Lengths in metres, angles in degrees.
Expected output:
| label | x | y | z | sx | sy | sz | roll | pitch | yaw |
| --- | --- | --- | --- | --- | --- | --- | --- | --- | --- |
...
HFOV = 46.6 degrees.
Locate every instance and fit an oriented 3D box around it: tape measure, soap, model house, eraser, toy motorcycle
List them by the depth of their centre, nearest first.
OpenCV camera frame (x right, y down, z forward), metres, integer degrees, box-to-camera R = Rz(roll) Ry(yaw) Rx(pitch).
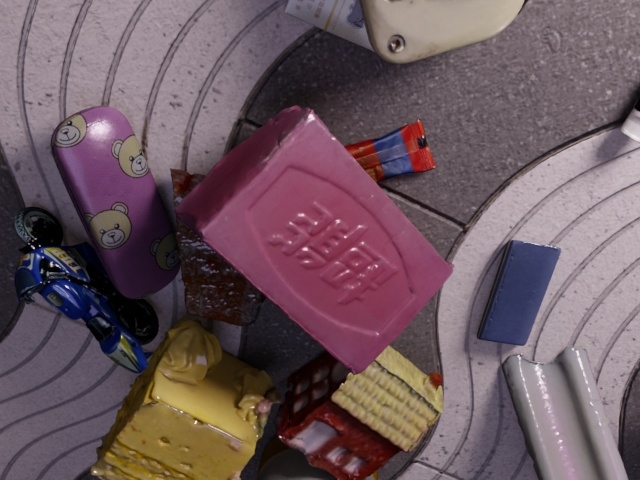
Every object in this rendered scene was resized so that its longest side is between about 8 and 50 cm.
| label | x | y | z | sx | sy | sz | roll | pitch | yaw |
| --- | --- | --- | --- | --- | --- | --- | --- | --- | --- |
| tape measure | 0.143 | -0.372 | 0.908 | 0.231 | 0.133 | 0.271 | -16 | 109 | 6 |
| soap | 0.000 | 0.000 | 1.084 | 0.233 | 0.128 | 0.359 | -48 | 120 | -4 |
| toy motorcycle | -0.387 | 0.084 | 1.204 | 0.113 | 0.169 | 0.315 | -34 | 109 | 28 |
| eraser | 0.326 | 0.091 | 1.233 | 0.081 | 0.036 | 0.225 | 9 | 121 | 0 |
| model house | 0.077 | 0.274 | 1.295 | 0.196 | 0.160 | 0.254 | 41 | 114 | -19 |
| soap | 0.455 | 0.354 | 1.380 | 0.158 | 0.258 | 0.302 | -16 | 74 | 14 |

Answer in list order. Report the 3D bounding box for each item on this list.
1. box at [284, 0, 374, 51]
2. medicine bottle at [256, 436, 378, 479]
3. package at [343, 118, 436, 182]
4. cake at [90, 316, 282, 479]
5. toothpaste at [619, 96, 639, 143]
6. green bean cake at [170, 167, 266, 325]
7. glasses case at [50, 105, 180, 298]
| label | x | y | z | sx | sy | sz | roll | pitch | yaw |
| --- | --- | --- | --- | --- | --- | --- | --- | --- | --- |
| box | 0.043 | -0.322 | 1.015 | 0.166 | 0.024 | 0.090 | 21 | 120 | -8 |
| medicine bottle | -0.010 | 0.513 | 1.400 | 0.237 | 0.232 | 0.238 | 2 | 122 | 3 |
| package | 0.069 | -0.118 | 1.137 | 0.200 | 0.022 | 0.083 | -16 | 119 | 13 |
| cake | -0.221 | 0.294 | 1.291 | 0.227 | 0.222 | 0.286 | 31 | 118 | -15 |
| toothpaste | 0.488 | -0.226 | 1.030 | 0.071 | 0.045 | 0.194 | 26 | 114 | -11 |
| green bean cake | -0.164 | 0.016 | 1.192 | 0.198 | 0.097 | 0.233 | 13 | 121 | -6 |
| glasses case | -0.310 | -0.052 | 1.151 | 0.123 | 0.075 | 0.317 | -34 | 123 | -28 |
